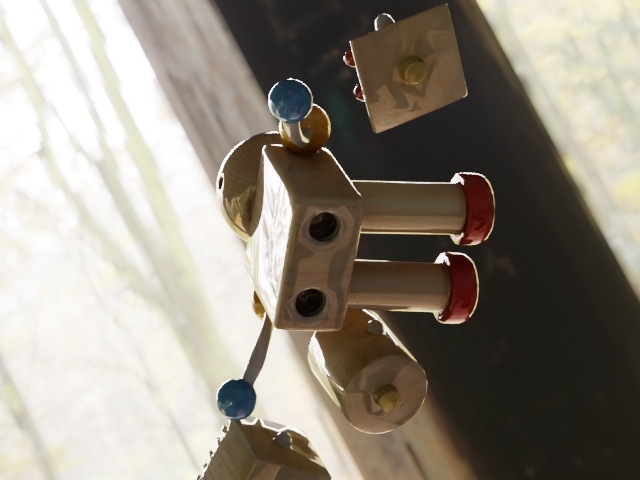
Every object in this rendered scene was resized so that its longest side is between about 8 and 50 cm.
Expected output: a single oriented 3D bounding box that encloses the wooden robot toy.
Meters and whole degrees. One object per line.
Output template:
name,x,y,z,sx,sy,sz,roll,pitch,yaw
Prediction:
wooden robot toy,0.000,0.000,0.582,0.076,0.173,0.079,1,25,-23
